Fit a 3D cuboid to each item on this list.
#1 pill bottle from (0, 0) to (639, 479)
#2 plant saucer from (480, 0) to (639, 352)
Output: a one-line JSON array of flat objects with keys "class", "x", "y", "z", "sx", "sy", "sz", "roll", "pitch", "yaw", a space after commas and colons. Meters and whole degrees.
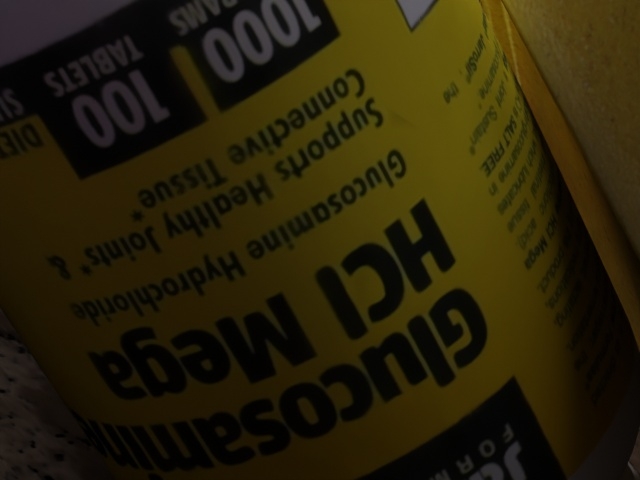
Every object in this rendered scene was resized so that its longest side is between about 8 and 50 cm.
[{"class": "pill bottle", "x": -0.003, "y": 0.014, "z": 0.556, "sx": 0.334, "sy": 0.188, "sz": 0.188, "roll": 60, "pitch": 8, "yaw": -24}, {"class": "plant saucer", "x": 0.147, "y": 0.009, "z": 0.602, "sx": 0.333, "sy": 0.081, "sz": 0.333, "roll": 58, "pitch": 8, "yaw": -67}]
